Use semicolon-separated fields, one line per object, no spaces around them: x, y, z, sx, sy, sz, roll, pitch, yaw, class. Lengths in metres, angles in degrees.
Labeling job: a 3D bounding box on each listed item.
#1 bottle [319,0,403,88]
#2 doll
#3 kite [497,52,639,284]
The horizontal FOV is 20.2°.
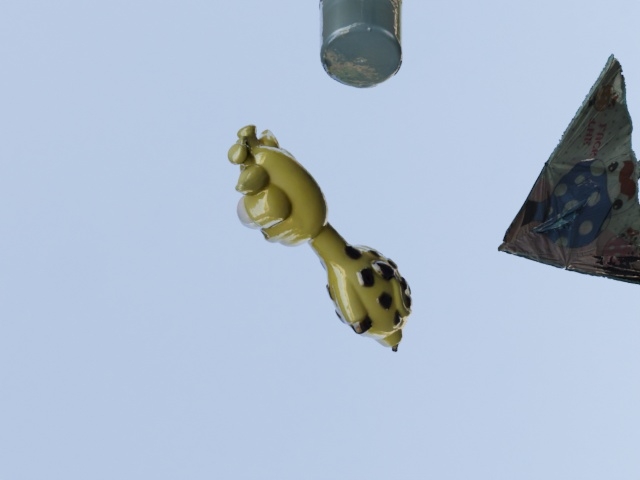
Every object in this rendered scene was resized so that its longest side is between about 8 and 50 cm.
0.040;-0.269;1.762;0.286;0.082;0.082;-89;-20;-43;bottle
0.000;0.001;1.864;0.291;0.086;0.117;47;-149;-23;doll
0.320;-0.063;1.932;0.314;0.011;0.335;-29;-46;-12;kite
